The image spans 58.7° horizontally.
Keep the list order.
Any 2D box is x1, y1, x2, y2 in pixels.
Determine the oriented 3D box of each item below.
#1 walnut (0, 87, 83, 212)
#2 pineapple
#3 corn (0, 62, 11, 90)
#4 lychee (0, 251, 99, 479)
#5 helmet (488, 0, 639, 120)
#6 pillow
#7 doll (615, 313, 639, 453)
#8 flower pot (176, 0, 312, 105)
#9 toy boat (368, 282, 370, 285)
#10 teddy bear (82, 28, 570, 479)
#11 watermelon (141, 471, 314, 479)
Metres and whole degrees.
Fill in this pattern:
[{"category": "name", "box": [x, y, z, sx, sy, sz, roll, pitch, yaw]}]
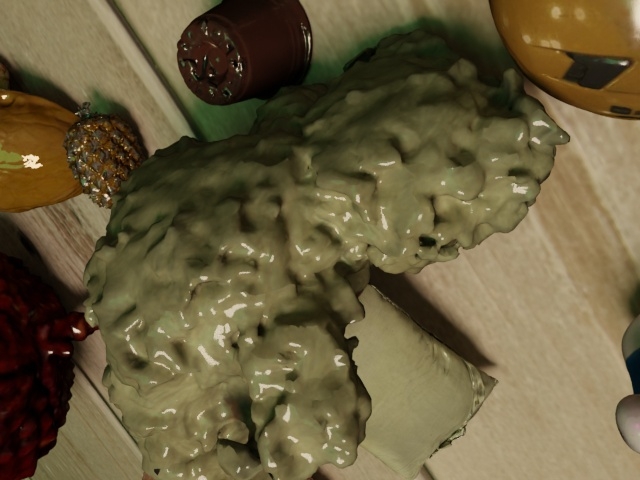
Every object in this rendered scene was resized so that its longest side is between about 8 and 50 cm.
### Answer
[{"category": "walnut", "box": [-0.382, -0.095, 0.697, 0.211, 0.087, 0.167, -6, 128, 10]}, {"category": "pineapple", "box": [-0.242, -0.056, 0.682, 0.103, 0.083, 0.221, -9, 112, 19]}, {"category": "corn", "box": [-0.471, -0.138, 0.781, 0.086, 0.086, 0.253, 36, 132, 10]}, {"category": "lychee", "box": [-0.550, 0.191, 0.821, 0.500, 0.424, 0.425, -25, 106, -5]}, {"category": "helmet", "box": [0.201, -0.154, 0.318, 0.224, 0.130, 0.198, 7, 122, 28]}, {"category": "pillow", "box": [0.062, 0.133, 0.546, 0.181, 0.134, 0.078, 40, 173, -17]}, {"category": "doll", "box": [0.352, 0.087, 0.303, 0.284, 0.240, 0.310, 27, 132, -14]}, {"category": "flower pot", "box": [-0.075, -0.169, 0.507, 0.111, 0.089, 0.111, 16, 124, 24]}, {"category": "toy boat", "box": [-0.009, 0.103, 0.619, 0.088, 0.102, 0.215, 22, 127, 23]}, {"category": "teddy bear", "box": [0.000, 0.000, 0.442, 0.367, 0.357, 0.224, -19, 142, 17]}, {"category": "watermelon", "box": [-0.158, 0.378, 0.782, 0.292, 0.250, 0.283, 47, 126, -4]}]
